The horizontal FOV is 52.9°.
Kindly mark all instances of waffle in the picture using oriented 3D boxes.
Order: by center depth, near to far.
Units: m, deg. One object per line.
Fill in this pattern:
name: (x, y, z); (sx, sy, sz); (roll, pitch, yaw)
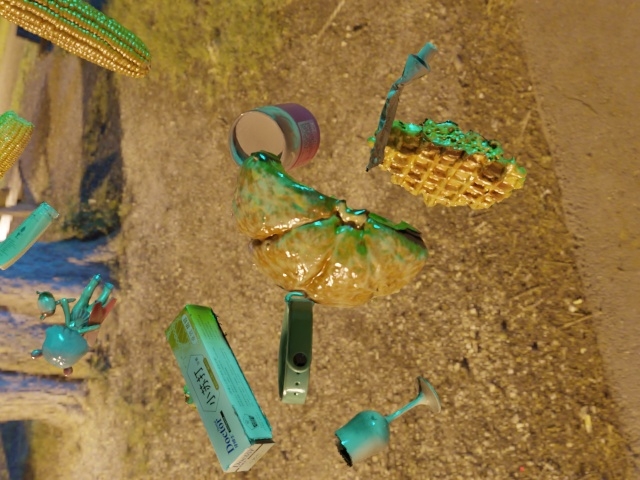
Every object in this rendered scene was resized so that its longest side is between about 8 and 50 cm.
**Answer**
waffle: (0.259, -0.158, 1.354); (0.307, 0.312, 0.060); (-9, 56, 49)

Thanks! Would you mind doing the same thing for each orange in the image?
orange: (0.000, 0.000, 1.157); (0.210, 0.369, 0.271); (-64, 14, 8)

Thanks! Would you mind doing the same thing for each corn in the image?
corn: (-0.348, -0.308, 0.921); (0.080, 0.231, 0.080); (-23, 57, 41)
corn: (-0.684, -0.198, 1.370); (0.165, 0.085, 0.063); (-53, 15, 2)

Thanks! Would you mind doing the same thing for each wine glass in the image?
wine glass: (0.117, 0.326, 1.156); (0.079, 0.195, 0.079); (52, 158, 31)

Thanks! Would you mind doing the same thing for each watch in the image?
watch: (-0.056, 0.234, 1.398); (0.195, 0.068, 0.237); (109, 167, -67)

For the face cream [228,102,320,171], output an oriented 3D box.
face cream: (-0.115, -0.256, 1.635); (0.175, 0.195, 0.175); (8, 109, 23)

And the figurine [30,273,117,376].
figurine: (-0.626, 0.194, 1.626); (0.103, 0.205, 0.260); (-9, 47, 47)

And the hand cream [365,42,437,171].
hand cream: (0.146, -0.252, 1.215); (0.050, 0.084, 0.257); (31, 114, 12)

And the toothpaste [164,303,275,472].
toothpaste: (-0.185, 0.258, 1.160); (0.089, 0.071, 0.313); (-48, 53, 19)

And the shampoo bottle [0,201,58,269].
shampoo bottle: (-0.815, -0.014, 1.769); (0.072, 0.049, 0.212); (26, 67, 21)

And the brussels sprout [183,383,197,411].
brussels sprout: (-0.307, 0.426, 1.842); (0.151, 0.122, 0.149); (-43, 29, -3)
